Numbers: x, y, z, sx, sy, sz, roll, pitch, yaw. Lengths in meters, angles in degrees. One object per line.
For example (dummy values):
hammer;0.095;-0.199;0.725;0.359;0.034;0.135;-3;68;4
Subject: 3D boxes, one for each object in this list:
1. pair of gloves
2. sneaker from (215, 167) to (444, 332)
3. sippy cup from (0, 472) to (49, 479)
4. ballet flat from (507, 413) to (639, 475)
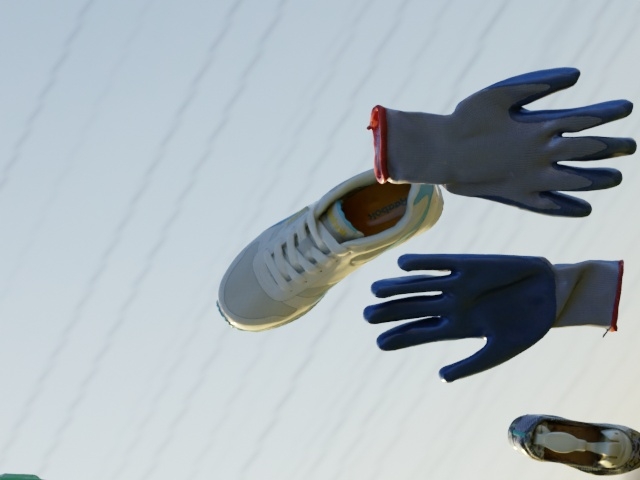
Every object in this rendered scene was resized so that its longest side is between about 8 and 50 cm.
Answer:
pair of gloves;0.104;-0.007;1.118;0.023;0.159;0.198;-102;11;-64
sneaker;0.000;0.000;1.710;0.229;0.087;0.092;-34;-13;6
sippy cup;-0.142;0.271;1.060;0.240;0.305;0.224;-27;-26;3
ballet flat;0.195;0.151;1.401;0.041;0.114;0.041;-170;90;-75
